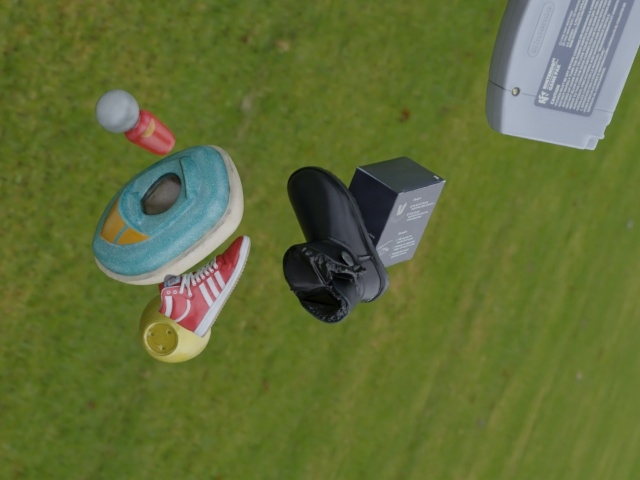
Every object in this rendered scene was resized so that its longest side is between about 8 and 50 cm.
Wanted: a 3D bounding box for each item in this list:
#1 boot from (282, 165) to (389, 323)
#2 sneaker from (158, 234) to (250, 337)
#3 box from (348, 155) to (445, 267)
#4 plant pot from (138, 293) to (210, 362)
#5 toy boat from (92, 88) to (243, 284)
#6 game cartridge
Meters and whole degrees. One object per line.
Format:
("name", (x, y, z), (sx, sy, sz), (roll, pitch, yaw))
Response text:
("boot", (0.000, 0.000, 1.982), (0.094, 0.246, 0.207), (-32, 174, 21))
("sneaker", (-0.121, 0.037, 1.338), (0.118, 0.067, 0.042), (-60, -169, 15))
("box", (0.107, -0.043, 2.175), (0.156, 0.093, 0.158), (-16, 135, -55))
("plant pot", (-0.276, 0.168, 2.406), (0.095, 0.134, 0.134), (-47, 151, -75))
("toy boat", (-0.259, -0.088, 1.992), (0.267, 0.318, 0.148), (-34, 140, 18))
("game cartridge", (0.332, -0.274, 1.749), (0.198, 0.062, 0.297), (10, 109, -24))
